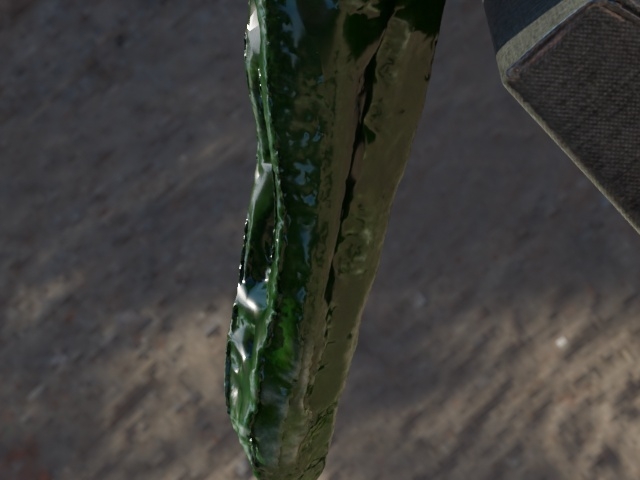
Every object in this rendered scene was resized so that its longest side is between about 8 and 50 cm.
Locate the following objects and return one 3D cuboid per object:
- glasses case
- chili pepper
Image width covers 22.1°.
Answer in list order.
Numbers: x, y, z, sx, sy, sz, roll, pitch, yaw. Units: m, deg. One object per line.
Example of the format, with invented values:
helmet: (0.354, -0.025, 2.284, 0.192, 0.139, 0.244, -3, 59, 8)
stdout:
glasses case: (0.090, -0.063, 0.522, 0.047, 0.071, 0.205, -42, 11, 15)
chili pepper: (0.000, 0.000, 0.556, 0.059, 0.227, 0.088, 24, 32, 30)
